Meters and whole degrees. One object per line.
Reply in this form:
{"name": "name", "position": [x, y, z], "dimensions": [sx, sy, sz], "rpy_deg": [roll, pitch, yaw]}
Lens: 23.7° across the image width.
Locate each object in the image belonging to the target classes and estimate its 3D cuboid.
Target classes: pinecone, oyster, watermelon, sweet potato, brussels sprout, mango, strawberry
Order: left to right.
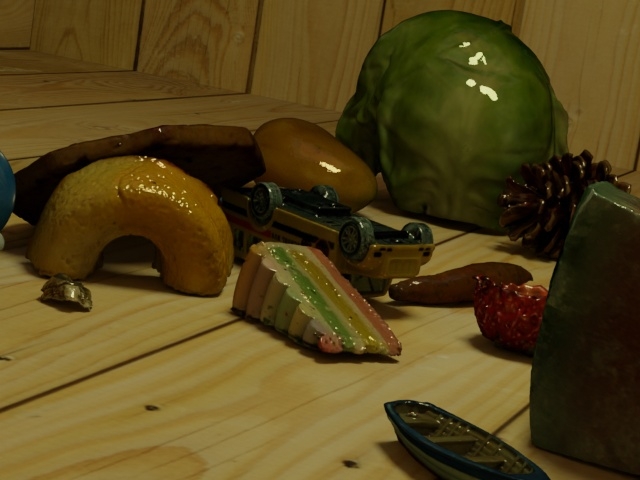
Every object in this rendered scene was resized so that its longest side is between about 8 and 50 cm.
{"name": "oyster", "position": [-0.289, 0.055, 1.729], "dimensions": [0.051, 0.034, 0.093], "rpy_deg": [9, 4, -40]}
{"name": "mango", "position": [-0.025, -0.122, 2.567], "dimensions": [0.175, 0.139, 0.254], "rpy_deg": [-8, 25, -36]}
{"name": "brussels sprout", "position": [0.242, -0.222, 2.697], "dimensions": [0.342, 0.361, 0.425], "rpy_deg": [-6, 19, -40]}
{"name": "sweet potato", "position": [0.196, 0.058, 2.043], "dimensions": [0.265, 0.057, 0.057], "rpy_deg": [-4, 16, -43]}
{"name": "strawberry", "position": [0.247, 0.090, 1.828], "dimensions": [0.145, 0.086, 0.145], "rpy_deg": [10, 11, -2]}
{"name": "pinecone", "position": [0.384, -0.053, 2.456], "dimensions": [0.212, 0.168, 0.185], "rpy_deg": [-12, -10, -32]}
{"name": "watermelon", "position": [0.298, 0.087, 1.446], "dimensions": [0.151, 0.264, 0.302], "rpy_deg": [-2, 19, -41]}

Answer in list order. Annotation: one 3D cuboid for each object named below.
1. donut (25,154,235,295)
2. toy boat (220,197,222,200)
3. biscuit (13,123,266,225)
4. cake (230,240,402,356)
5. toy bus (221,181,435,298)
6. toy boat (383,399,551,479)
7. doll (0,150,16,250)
{"name": "donut", "position": [-0.226, -0.023, 1.860], "dimensions": [0.259, 0.152, 0.101], "rpy_deg": [5, 19, -8]}
{"name": "toy boat", "position": [-0.206, -0.055, 2.236], "dimensions": [0.185, 0.075, 0.077], "rpy_deg": [10, 19, -7]}
{"name": "biscuit", "position": [-0.245, -0.085, 2.026], "dimensions": [0.359, 0.046, 0.359], "rpy_deg": [-11, -11, -2]}
{"name": "cake", "position": [-0.006, 0.067, 1.748], "dimensions": [0.109, 0.090, 0.225], "rpy_deg": [6, 12, -36]}
{"name": "toy bus", "position": [0.000, 0.000, 1.994], "dimensions": [0.121, 0.123, 0.335], "rpy_deg": [1, 13, -38]}
{"name": "toy boat", "position": [0.130, 0.190, 1.329], "dimensions": [0.080, 0.046, 0.229], "rpy_deg": [3, 13, -31]}
{"name": "doll", "position": [-0.469, -0.062, 1.871], "dimensions": [0.215, 0.161, 0.257], "rpy_deg": [38, -10, -13]}
